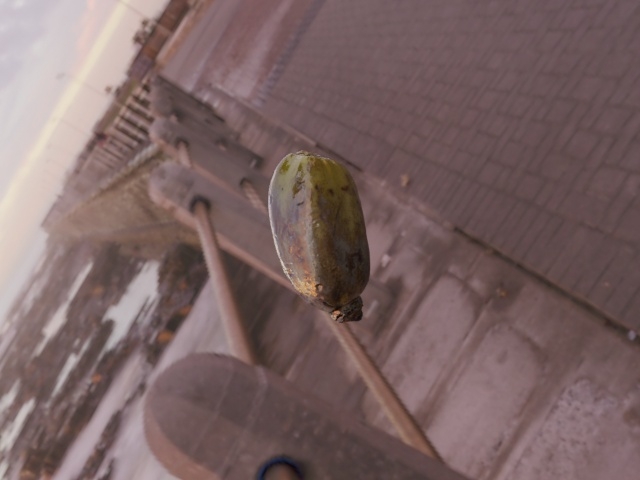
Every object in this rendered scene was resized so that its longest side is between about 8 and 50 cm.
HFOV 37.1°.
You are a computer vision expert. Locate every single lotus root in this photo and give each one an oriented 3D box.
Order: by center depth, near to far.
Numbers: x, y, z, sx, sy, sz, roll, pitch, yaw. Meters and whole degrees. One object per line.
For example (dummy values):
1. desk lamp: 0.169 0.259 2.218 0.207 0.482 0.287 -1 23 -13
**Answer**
1. lotus root: 0.000 0.000 0.512 0.049 0.099 0.054 -17 12 -12
